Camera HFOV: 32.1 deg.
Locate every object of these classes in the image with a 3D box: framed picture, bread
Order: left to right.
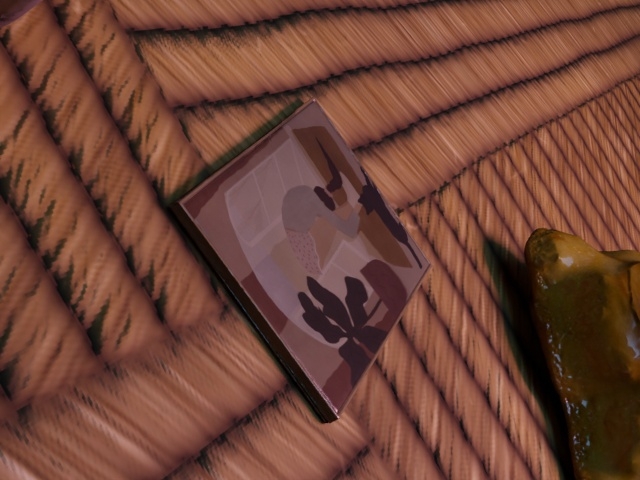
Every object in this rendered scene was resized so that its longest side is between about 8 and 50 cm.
[{"bbox_3d":[0.000,0.000,0.635,0.136,0.010,0.201,55,28,-7],"label":"framed picture"},{"bbox_3d":[0.227,0.098,0.822,0.161,0.088,0.233,25,45,-53],"label":"bread"}]

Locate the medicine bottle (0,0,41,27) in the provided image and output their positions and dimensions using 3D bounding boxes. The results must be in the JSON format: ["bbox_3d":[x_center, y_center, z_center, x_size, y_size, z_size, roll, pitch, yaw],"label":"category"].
[{"bbox_3d":[-0.169,-0.263,0.415,0.325,0.212,0.212,46,31,-20],"label":"medicine bottle"}]
